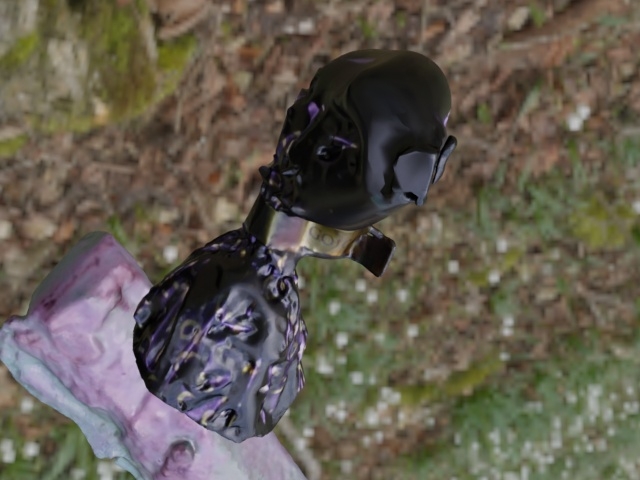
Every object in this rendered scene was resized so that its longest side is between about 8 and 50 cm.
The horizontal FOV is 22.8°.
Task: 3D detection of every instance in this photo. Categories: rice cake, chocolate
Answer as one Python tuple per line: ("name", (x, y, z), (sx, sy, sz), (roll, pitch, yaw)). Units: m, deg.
("rice cake", (-0.043, 0.124, 0.723), (0.081, 0.051, 0.290), (-35, 116, -6))
("chocolate", (-0.002, -0.002, 0.495), (0.070, 0.072, 0.147), (11, 134, -39))
